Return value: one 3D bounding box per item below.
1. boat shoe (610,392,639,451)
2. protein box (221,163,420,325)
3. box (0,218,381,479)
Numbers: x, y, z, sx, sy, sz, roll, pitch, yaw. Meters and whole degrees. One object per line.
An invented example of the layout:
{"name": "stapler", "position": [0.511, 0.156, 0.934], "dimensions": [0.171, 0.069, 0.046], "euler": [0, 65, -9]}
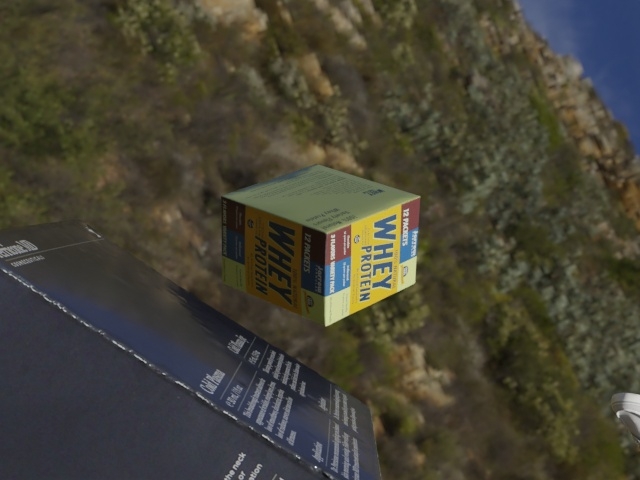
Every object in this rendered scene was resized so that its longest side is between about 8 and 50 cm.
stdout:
{"name": "boat shoe", "position": [0.489, 0.287, 1.719], "dimensions": [0.184, 0.063, 0.066], "euler": [40, -36, -27]}
{"name": "protein box", "position": [0.000, 0.000, 1.652], "dimensions": [0.201, 0.199, 0.136], "euler": [20, -61, 38]}
{"name": "box", "position": [-0.133, 0.143, 0.872], "dimensions": [0.312, 0.179, 0.343], "euler": [34, 2, 0]}
